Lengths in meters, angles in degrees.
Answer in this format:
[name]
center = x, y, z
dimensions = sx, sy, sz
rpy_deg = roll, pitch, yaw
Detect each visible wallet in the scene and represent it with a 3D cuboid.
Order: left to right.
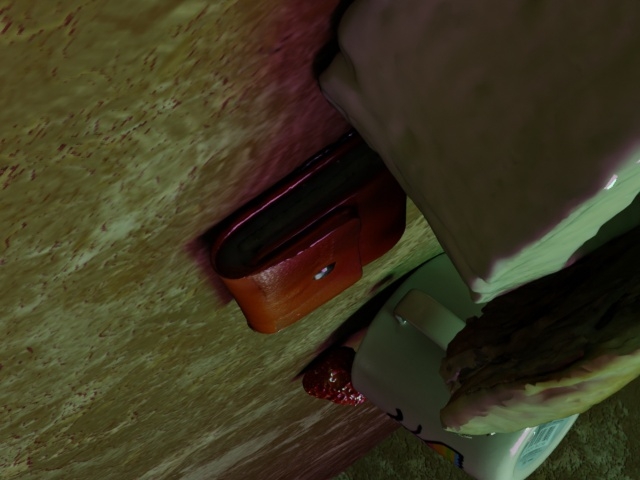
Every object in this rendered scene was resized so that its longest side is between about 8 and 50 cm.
[wallet]
center = 0.000, 0.000, 0.839
dimensions = 0.142, 0.045, 0.204
rpy_deg = -35, 167, -5

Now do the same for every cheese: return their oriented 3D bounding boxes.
[cheese]
center = 0.175, -0.112, 0.644
dimensions = 0.292, 0.153, 0.332
rpy_deg = -44, 167, 33

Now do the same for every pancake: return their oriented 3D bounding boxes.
[pancake]
center = 0.227, 0.013, 0.793
dimensions = 0.382, 0.071, 0.382
rpy_deg = -33, 179, 0

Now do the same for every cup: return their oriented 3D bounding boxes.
[cup]
center = 0.161, 0.133, 1.327
dimensions = 0.191, 0.200, 0.253
rpy_deg = -49, 153, -7

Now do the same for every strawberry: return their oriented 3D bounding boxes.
[strawberry]
center = 0.019, 0.161, 1.444
dimensions = 0.083, 0.073, 0.073
rpy_deg = -27, 171, 20
